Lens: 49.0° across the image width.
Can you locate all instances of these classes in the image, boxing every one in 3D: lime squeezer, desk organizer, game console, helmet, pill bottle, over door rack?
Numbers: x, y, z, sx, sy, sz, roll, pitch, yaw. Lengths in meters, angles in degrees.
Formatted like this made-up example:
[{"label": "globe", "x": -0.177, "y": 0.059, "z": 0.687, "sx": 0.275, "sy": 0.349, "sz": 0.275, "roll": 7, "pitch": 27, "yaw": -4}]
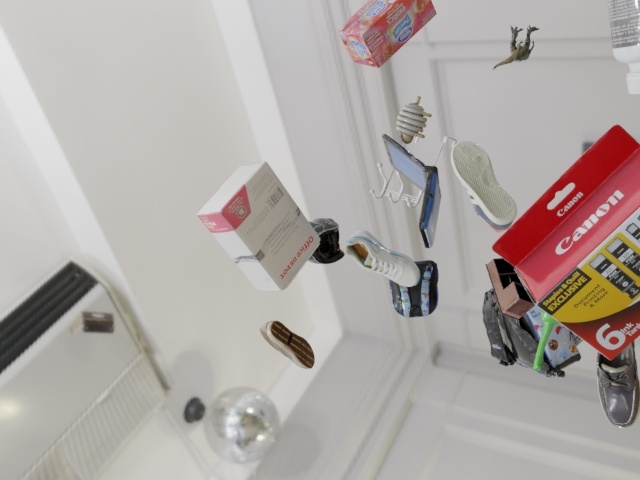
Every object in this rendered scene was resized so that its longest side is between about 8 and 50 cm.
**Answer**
[{"label": "lime squeezer", "x": 0.562, "y": 0.171, "z": 1.776, "sx": 0.110, "sy": 0.058, "sz": 0.310, "roll": 109, "pitch": 167, "yaw": -48}, {"label": "desk organizer", "x": 0.370, "y": 0.086, "z": 1.369, "sx": 0.047, "sy": 0.050, "sz": 0.130, "roll": 21, "pitch": -141, "yaw": -24}, {"label": "game console", "x": 0.251, "y": -0.134, "z": 2.008, "sx": 0.293, "sy": 0.173, "sz": 0.250, "roll": 45, "pitch": -125, "yaw": -72}, {"label": "helmet", "x": 0.000, "y": 0.000, "z": 2.391, "sx": 0.169, "sy": 0.161, "sz": 0.169, "roll": -7, "pitch": -71, "yaw": -21}, {"label": "pill bottle", "x": 0.720, "y": -0.487, "z": 1.519, "sx": 0.176, "sy": 0.176, "sz": 0.319, "roll": -29, "pitch": -69, "yaw": -54}, {"label": "over door rack", "x": 0.349, "y": -0.297, "z": 2.756, "sx": 0.108, "sy": 0.239, "sz": 0.324, "roll": 38, "pitch": -100, "yaw": -36}]

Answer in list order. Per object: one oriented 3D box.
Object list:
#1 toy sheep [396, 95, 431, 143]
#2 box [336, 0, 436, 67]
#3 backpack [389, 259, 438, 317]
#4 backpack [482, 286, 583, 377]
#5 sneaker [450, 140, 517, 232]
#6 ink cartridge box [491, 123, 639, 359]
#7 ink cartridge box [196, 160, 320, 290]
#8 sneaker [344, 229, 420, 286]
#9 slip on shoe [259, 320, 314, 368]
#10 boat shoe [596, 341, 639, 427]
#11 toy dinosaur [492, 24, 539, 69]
[{"label": "toy sheep", "x": 0.251, "y": -0.327, "z": 1.907, "sx": 0.091, "sy": 0.091, "sz": 0.132, "roll": 3, "pitch": -73, "yaw": -60}, {"label": "box", "x": 0.191, "y": -0.628, "z": 2.018, "sx": 0.257, "sy": 0.128, "sz": 0.123, "roll": -45, "pitch": -51, "yaw": -11}, {"label": "backpack", "x": 0.295, "y": 0.153, "z": 2.197, "sx": 0.117, "sy": 0.158, "sz": 0.173, "roll": 39, "pitch": -134, "yaw": -81}, {"label": "backpack", "x": 0.585, "y": 0.219, "z": 1.933, "sx": 0.213, "sy": 0.276, "sz": 0.263, "roll": -34, "pitch": -81, "yaw": -17}, {"label": "sneaker", "x": 0.543, "y": -0.175, "z": 2.382, "sx": 0.148, "sy": 0.131, "sz": 0.350, "roll": 70, "pitch": 179, "yaw": -62}, {"label": "ink cartridge box", "x": 0.500, "y": 0.007, "z": 1.198, "sx": 0.272, "sy": 0.309, "sz": 0.130, "roll": 34, "pitch": -160, "yaw": -19}, {"label": "ink cartridge box", "x": -0.156, "y": -0.032, "z": 1.843, "sx": 0.207, "sy": 0.117, "sz": 0.283, "roll": -53, "pitch": -58, "yaw": -32}, {"label": "sneaker", "x": 0.168, "y": 0.062, "z": 1.941, "sx": 0.092, "sy": 0.228, "sz": 0.087, "roll": -36, "pitch": -26, "yaw": -55}, {"label": "slip on shoe", "x": -0.065, "y": 0.205, "z": 1.371, "sx": 0.135, "sy": 0.041, "sz": 0.051, "roll": 42, "pitch": -130, "yaw": -29}, {"label": "boat shoe", "x": 0.711, "y": 0.308, "z": 1.686, "sx": 0.092, "sy": 0.103, "sz": 0.285, "roll": 8, "pitch": -96, "yaw": -56}, {"label": "toy dinosaur", "x": 0.604, "y": -0.592, "z": 2.136, "sx": 0.268, "sy": 0.064, "sz": 0.118, "roll": -30, "pitch": -41, "yaw": -48}]
